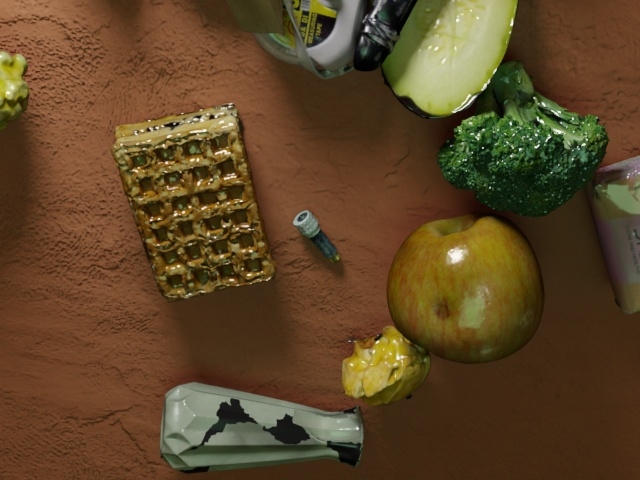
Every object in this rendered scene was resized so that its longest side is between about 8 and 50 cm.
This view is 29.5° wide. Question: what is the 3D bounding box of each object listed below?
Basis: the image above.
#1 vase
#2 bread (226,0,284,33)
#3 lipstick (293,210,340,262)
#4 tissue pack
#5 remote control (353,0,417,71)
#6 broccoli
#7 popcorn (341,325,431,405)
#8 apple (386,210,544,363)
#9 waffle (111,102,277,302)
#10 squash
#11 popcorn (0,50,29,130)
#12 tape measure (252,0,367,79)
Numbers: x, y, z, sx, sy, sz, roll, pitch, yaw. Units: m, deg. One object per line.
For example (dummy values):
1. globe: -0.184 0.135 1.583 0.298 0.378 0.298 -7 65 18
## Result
1. vase: -0.108 0.349 2.213 0.360 0.165 0.165 5 120 -10
2. bread: -0.092 -0.381 1.749 0.077 0.105 0.152 9 160 16
3. lipstick: 0.000 0.000 2.078 0.037 0.037 0.116 -31 120 15
4. tissue pack: 0.574 -0.024 2.039 0.215 0.123 0.257 -17 112 9
5. remote control: 0.124 -0.367 1.791 0.066 0.090 0.266 24 92 27
6. broccoli: 0.316 -0.154 1.915 0.269 0.261 0.242 -19 80 5
7. popcorn: 0.115 0.226 2.152 0.167 0.148 0.152 -33 94 4
8. apple: 0.241 0.070 2.010 0.264 0.264 0.264 -1 120 -2
9. waffle: -0.203 -0.057 2.004 0.213 0.091 0.308 -11 120 4
10. squash: 0.198 -0.311 1.842 0.237 0.155 0.204 -4 121 4
11. popcorn: -0.538 -0.238 1.842 0.187 0.167 0.185 -21 114 5
12. tape measure: -0.019 -0.360 1.822 0.197 0.120 0.236 13 123 3
